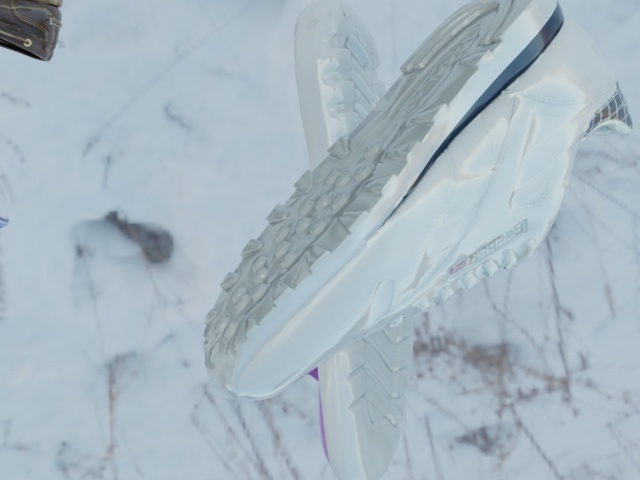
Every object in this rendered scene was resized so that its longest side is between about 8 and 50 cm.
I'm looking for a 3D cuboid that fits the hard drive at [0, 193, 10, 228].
[{"bbox_3d":[-0.531,-0.015,1.494,0.319,0.040,0.210,-27,136,24],"label":"hard drive"}]

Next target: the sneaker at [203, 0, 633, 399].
[{"bbox_3d":[0.047,-0.009,0.598,0.235,0.090,0.095,-46,114,-12],"label":"sneaker"}]

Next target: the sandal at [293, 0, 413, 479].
[{"bbox_3d":[0.007,0.004,1.154,0.102,0.416,0.169,-8,164,24],"label":"sandal"}]

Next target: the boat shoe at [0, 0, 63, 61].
[{"bbox_3d":[-0.350,-0.219,1.291,0.207,0.073,0.073,11,94,-8],"label":"boat shoe"}]
